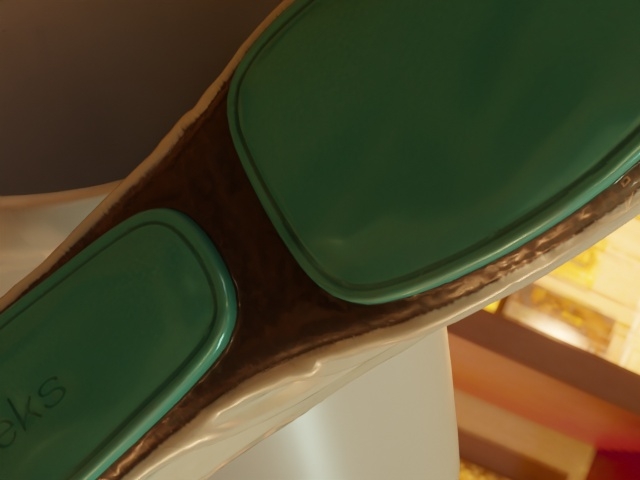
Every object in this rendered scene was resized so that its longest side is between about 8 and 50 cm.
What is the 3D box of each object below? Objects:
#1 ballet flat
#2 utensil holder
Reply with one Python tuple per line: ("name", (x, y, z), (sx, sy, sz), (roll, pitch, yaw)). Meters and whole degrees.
("ballet flat", (0.000, 0.000, 0.481), (0.400, 0.139, 0.139), (-37, -158, 22))
("utensil holder", (-0.080, 0.028, 0.804), (0.328, 0.327, 0.386), (-78, 160, -49))
